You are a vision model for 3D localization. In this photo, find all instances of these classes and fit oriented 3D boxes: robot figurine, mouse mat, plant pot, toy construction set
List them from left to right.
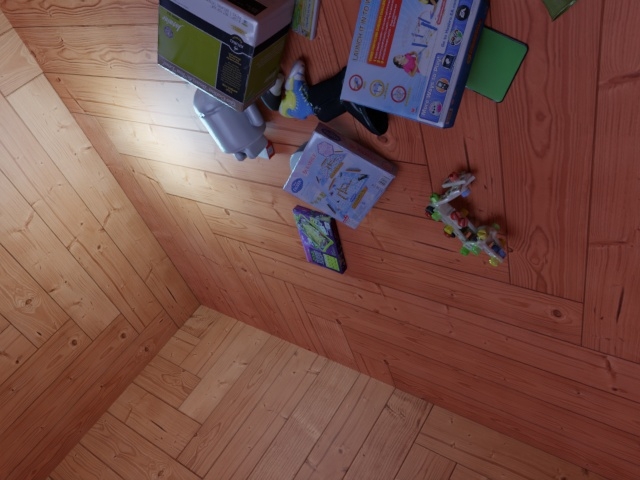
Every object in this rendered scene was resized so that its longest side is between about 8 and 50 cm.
[{"bbox_3d":[-0.343,-0.471,2.031,0.300,0.200,0.353,-4,130,39],"label":"robot figurine"},{"bbox_3d":[0.464,-0.070,1.745,0.328,0.151,0.215,59,170,-18],"label":"toy construction set"},{"bbox_3d":[0.435,-0.456,1.395,0.152,0.007,0.190,31,151,13],"label":"mouse mat"},{"bbox_3d":[0.507,-0.531,1.155,0.079,0.083,0.083,52,150,3],"label":"plant pot"}]

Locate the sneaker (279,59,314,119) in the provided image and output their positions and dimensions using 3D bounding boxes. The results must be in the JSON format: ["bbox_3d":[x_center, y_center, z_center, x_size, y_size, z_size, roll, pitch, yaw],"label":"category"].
[{"bbox_3d":[-0.059,-0.501,1.820,0.126,0.091,0.240,20,150,-5],"label":"sneaker"}]

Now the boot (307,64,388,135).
[{"bbox_3d":[0.085,-0.423,1.732,0.207,0.094,0.246,-16,113,51],"label":"boot"}]

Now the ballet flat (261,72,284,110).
[{"bbox_3d":[-0.189,-0.573,1.841,0.096,0.095,0.280,-6,129,36],"label":"ballet flat"}]

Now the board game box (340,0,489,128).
[{"bbox_3d":[0.229,-0.474,1.366,0.302,0.086,0.308,24,113,25],"label":"board game box"}]

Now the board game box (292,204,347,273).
[{"bbox_3d":[0.000,0.000,2.456,0.208,0.056,0.347,16,143,27],"label":"board game box"}]

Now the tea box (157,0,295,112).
[{"bbox_3d":[-0.294,-0.631,1.631,0.329,0.220,0.323,32,139,6],"label":"tea box"}]

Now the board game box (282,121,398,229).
[{"bbox_3d":[0.064,-0.223,1.937,0.318,0.066,0.319,29,137,-6],"label":"board game box"}]

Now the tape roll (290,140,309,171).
[{"bbox_3d":[-0.009,-0.273,2.066,0.219,0.072,0.219,28,149,19],"label":"tape roll"}]

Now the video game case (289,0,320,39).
[{"bbox_3d":[-0.092,-0.731,1.580,0.206,0.026,0.227,32,149,12],"label":"video game case"}]

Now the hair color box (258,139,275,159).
[{"bbox_3d":[-0.261,-0.386,2.215,0.141,0.043,0.072,20,145,27],"label":"hair color box"}]
